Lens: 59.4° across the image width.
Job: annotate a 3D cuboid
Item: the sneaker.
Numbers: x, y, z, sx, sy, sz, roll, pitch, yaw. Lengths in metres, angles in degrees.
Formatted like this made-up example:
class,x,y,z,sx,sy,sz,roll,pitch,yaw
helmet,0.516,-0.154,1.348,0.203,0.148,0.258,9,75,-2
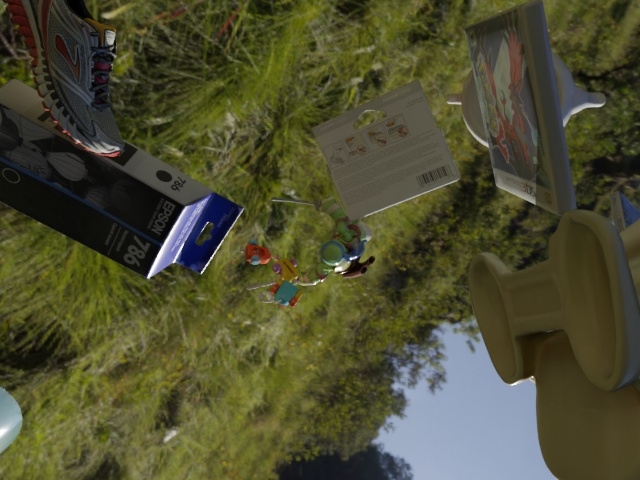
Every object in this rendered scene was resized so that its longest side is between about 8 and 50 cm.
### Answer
class,x,y,z,sx,sy,sz,roll,pitch,yaw
sneaker,-0.274,-0.205,0.637,0.088,0.093,0.225,-89,161,-77

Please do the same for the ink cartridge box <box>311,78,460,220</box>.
class,x,y,z,sx,sy,sz,roll,pitch,yaw
ink cartridge box,0.148,-0.202,1.290,0.238,0.275,0.060,67,20,-7

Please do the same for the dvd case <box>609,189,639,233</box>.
class,x,y,z,sx,sy,sz,roll,pitch,yaw
dvd case,0.553,0.045,0.931,0.022,0.180,0.253,-38,-163,38

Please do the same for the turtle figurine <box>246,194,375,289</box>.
class,x,y,z,sx,sy,sz,roll,pitch,yaw
turtle figurine,0.000,0.000,1.283,0.266,0.275,0.197,4,79,-70

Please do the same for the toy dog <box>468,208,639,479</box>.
class,x,y,z,sx,sy,sz,roll,pitch,yaw
toy dog,0.435,0.110,0.605,0.284,0.408,0.395,107,-28,-67

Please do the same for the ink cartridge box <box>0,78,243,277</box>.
class,x,y,z,sx,sy,sz,roll,pitch,yaw
ink cartridge box,-0.288,-0.059,0.763,0.165,0.333,0.065,-53,-165,37

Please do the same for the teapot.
class,x,y,z,sx,sy,sz,roll,pitch,yaw
teapot,0.449,-0.320,1.270,0.256,0.187,0.252,52,-57,10

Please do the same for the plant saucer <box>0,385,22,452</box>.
class,x,y,z,sx,sy,sz,roll,pitch,yaw
plant saucer,-0.279,0.122,0.316,0.195,0.195,0.037,117,-33,-42

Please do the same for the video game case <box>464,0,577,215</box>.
class,x,y,z,sx,sy,sz,roll,pitch,yaw
video game case,0.208,-0.140,0.603,0.183,0.023,0.201,-98,172,-75

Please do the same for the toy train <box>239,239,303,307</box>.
class,x,y,z,sx,sy,sz,roll,pitch,yaw
toy train,-0.102,0.075,1.133,0.046,0.125,0.166,-58,-144,36
